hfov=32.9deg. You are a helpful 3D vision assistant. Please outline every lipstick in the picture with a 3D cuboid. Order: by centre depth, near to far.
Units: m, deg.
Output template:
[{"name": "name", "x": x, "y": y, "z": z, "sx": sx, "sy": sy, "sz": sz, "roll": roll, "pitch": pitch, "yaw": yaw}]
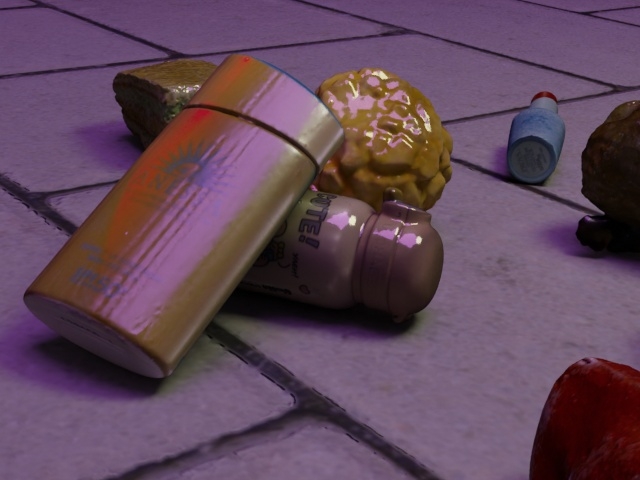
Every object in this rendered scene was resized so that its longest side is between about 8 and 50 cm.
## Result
[{"name": "lipstick", "x": 0.275, "y": -0.141, "z": 1.367, "sx": 0.068, "sy": 0.061, "sz": 0.274, "roll": 6, "pitch": 22, "yaw": 12}]

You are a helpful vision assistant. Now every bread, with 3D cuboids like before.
[{"name": "bread", "x": -0.158, "y": -0.156, "z": 1.293, "sx": 0.138, "sy": 0.102, "sz": 0.196, "roll": -7, "pitch": 21, "yaw": -29}]

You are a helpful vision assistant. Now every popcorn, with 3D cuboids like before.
[{"name": "popcorn", "x": 0.041, "y": -0.088, "z": 1.078, "sx": 0.170, "sy": 0.180, "sz": 0.180, "roll": -26, "pitch": 3, "yaw": 36}]

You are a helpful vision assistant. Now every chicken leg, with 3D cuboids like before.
[{"name": "chicken leg", "x": 0.420, "y": -0.077, "z": 0.996, "sx": 0.361, "sy": 0.211, "sz": 0.140, "roll": 1, "pitch": -1, "yaw": 34}]

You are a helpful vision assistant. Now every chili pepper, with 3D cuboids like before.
[{"name": "chili pepper", "x": 0.167, "y": 0.143, "z": 0.573, "sx": 0.136, "sy": 0.144, "sz": 0.252, "roll": -17, "pitch": 11, "yaw": 0}]

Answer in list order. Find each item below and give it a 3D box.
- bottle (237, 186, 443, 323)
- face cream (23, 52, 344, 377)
[{"name": "bottle", "x": 0.000, "y": 0.000, "z": 0.916, "sx": 0.209, "sy": 0.110, "sz": 0.097, "roll": 11, "pitch": 3, "yaw": 19}, {"name": "face cream", "x": -0.095, "y": -0.031, "z": 0.856, "sx": 0.139, "sy": 0.067, "sz": 0.285, "roll": 22, "pitch": 59, "yaw": 23}]
